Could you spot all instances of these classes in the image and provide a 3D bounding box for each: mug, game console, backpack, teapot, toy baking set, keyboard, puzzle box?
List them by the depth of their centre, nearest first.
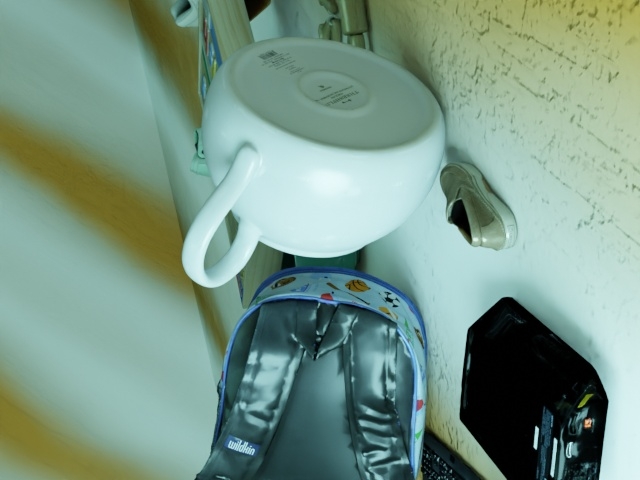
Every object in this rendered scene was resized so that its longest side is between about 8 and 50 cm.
[{"bbox_3d":[0.168,0.244,0.936,0.213,0.044,0.361,-126,38,-70],"label":"game console"},{"bbox_3d":[-0.009,-0.068,1.065,0.252,0.256,0.187,-102,22,-50],"label":"teapot"},{"bbox_3d":[0.142,0.289,1.208,0.192,0.038,0.100,-151,51,-73],"label":"keyboard"},{"bbox_3d":[0.009,0.163,1.231,0.213,0.277,0.263,-77,-6,-64],"label":"backpack"},{"bbox_3d":[0.010,-0.302,1.290,0.197,0.030,0.256,-146,47,-71],"label":"toy baking set"},{"bbox_3d":[0.000,0.008,1.431,0.158,0.097,0.129,-144,45,-69],"label":"mug"},{"bbox_3d":[-0.114,-0.147,1.488,0.272,0.052,0.409,99,160,-54],"label":"puzzle box"}]

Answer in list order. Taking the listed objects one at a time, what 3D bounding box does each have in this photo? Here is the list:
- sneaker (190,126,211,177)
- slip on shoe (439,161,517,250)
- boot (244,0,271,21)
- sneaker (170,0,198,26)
[{"bbox_3d":[-0.130,-0.092,1.759,0.094,0.151,0.256,101,153,-52],"label":"sneaker"},{"bbox_3d":[0.132,-0.031,0.989,0.135,0.041,0.051,-120,23,-53],"label":"slip on shoe"},{"bbox_3d":[-0.162,-0.411,1.636,0.295,0.104,0.211,-35,70,54],"label":"boot"},{"bbox_3d":[-0.197,-0.473,1.813,0.292,0.118,0.110,96,160,-47],"label":"sneaker"}]
